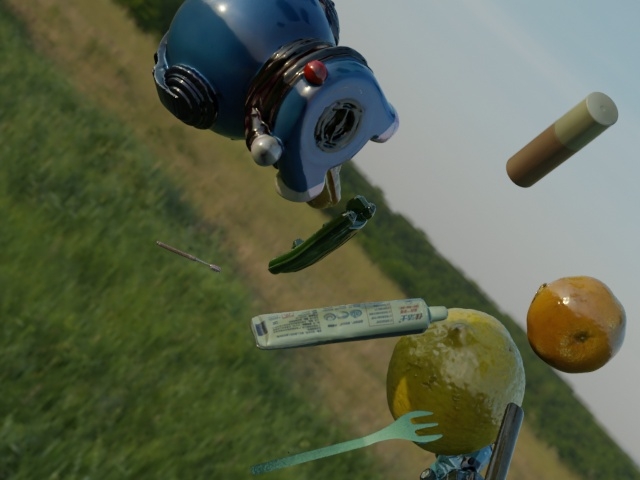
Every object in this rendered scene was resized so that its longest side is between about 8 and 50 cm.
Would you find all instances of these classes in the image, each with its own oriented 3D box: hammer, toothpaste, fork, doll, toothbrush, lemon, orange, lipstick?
[{"bbox_3d":[0.262,0.379,1.824,0.111,0.043,0.365,43,40,-12],"label":"hammer"},{"bbox_3d":[0.041,0.111,1.616,0.047,0.268,0.069,103,-21,-57],"label":"toothpaste"},{"bbox_3d":[0.035,0.220,1.297,0.039,0.235,0.021,66,-32,24],"label":"fork"},{"bbox_3d":[-0.069,-0.226,1.599,0.310,0.284,0.240,42,-28,37],"label":"doll"},{"bbox_3d":[-0.180,0.023,1.649,0.097,0.006,0.008,24,22,-7],"label":"toothbrush"},{"bbox_3d":[0.233,0.246,2.101,0.267,0.267,0.267,45,3,-3],"label":"lemon"},{"bbox_3d":[0.392,0.126,1.849,0.155,0.155,0.134,44,20,-8],"label":"orange"},{"bbox_3d":[0.432,-0.178,2.178,0.070,0.070,0.254,45,-35,-2],"label":"lipstick"}]

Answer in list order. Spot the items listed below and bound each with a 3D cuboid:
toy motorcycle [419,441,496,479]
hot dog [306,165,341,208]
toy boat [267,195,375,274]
[{"bbox_3d":[0.277,0.413,2.229,0.123,0.182,0.272,43,26,-16],"label":"toy motorcycle"},{"bbox_3d":[-0.024,-0.178,1.986,0.337,0.100,0.135,76,16,-59],"label":"hot dog"},{"bbox_3d":[0.000,0.000,1.916,0.052,0.210,0.104,57,29,3],"label":"toy boat"}]
